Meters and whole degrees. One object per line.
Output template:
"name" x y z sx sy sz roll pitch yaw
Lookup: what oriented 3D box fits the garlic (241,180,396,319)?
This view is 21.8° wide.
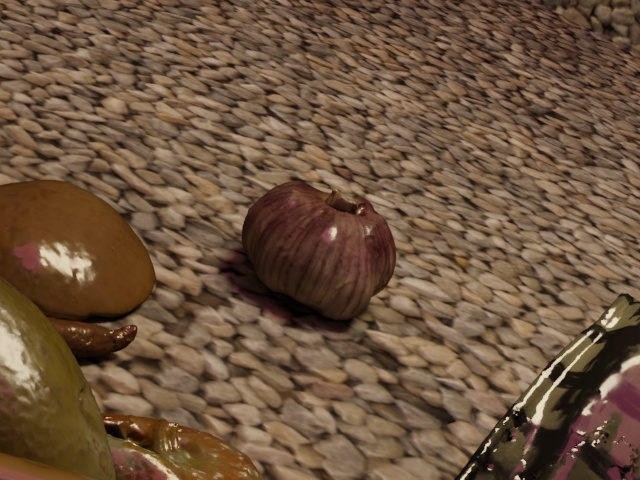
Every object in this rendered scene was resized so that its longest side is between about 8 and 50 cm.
"garlic" 0.000 0.000 1.531 0.147 0.102 0.159 13 22 -13

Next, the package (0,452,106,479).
"package" -0.237 0.199 0.781 0.311 0.221 0.165 16 43 -8

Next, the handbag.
"handbag" 0.256 0.208 1.127 0.325 0.163 0.327 27 42 27

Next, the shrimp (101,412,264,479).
"shrimp" -0.141 0.147 1.136 0.217 0.051 0.115 16 16 -8

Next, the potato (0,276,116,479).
"potato" -0.219 0.094 0.982 0.251 0.174 0.159 48 65 -5

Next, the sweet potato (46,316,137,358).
"sweet potato" -0.219 0.078 1.236 0.050 0.050 0.214 32 19 27

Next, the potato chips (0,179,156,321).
"potato chips" -0.228 -0.005 1.404 0.195 0.062 0.208 37 25 31
